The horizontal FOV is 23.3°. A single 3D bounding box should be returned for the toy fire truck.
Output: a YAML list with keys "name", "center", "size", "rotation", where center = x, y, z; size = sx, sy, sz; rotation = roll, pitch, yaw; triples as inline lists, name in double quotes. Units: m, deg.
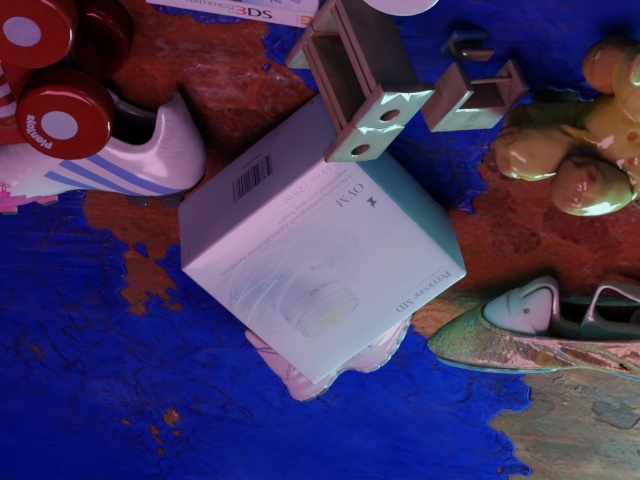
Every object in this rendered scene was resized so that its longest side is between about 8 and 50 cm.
- name: "toy fire truck"
  center: [-0.344, -0.212, 1.595]
  size: [0.253, 0.169, 0.302]
  rotation: [-6, 135, 10]

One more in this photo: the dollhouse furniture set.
- name: "dollhouse furniture set"
  center: [0.085, -0.168, 1.577]
  size: [0.183, 0.129, 0.129]
  rotation: [-6, 153, -34]

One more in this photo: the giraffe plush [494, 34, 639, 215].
- name: "giraffe plush"
  center: [0.296, -0.125, 1.521]
  size: [0.210, 0.181, 0.170]
  rotation: [24, 119, 8]

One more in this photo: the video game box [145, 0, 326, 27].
- name: "video game box"
  center: [-0.086, -0.308, 1.520]
  size: [0.187, 0.048, 0.205]
  rotation: [8, 139, 7]

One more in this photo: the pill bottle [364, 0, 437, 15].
- name: "pill bottle"
  center: [0.085, -0.290, 1.371]
  size: [0.112, 0.187, 0.112]
  rotation: [10, 140, 9]

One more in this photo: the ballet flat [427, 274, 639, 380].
- name: "ballet flat"
  center: [0.299, 0.097, 1.805]
  size: [0.348, 0.123, 0.123]
  rotation: [6, 138, 14]

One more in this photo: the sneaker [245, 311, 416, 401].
- name: "sneaker"
  center: [0.014, 0.102, 1.906]
  size: [0.129, 0.111, 0.297]
  rotation: [40, 134, -16]

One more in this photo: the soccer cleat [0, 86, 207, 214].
- name: "soccer cleat"
  center: [-0.291, -0.115, 1.775]
  size: [0.331, 0.116, 0.143]
  rotation: [-1, 126, 14]

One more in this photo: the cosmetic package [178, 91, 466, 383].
- name: "cosmetic package"
  center: [0.000, 0.000, 1.711]
  size: [0.224, 0.138, 0.224]
  rotation: [-37, 121, 17]
